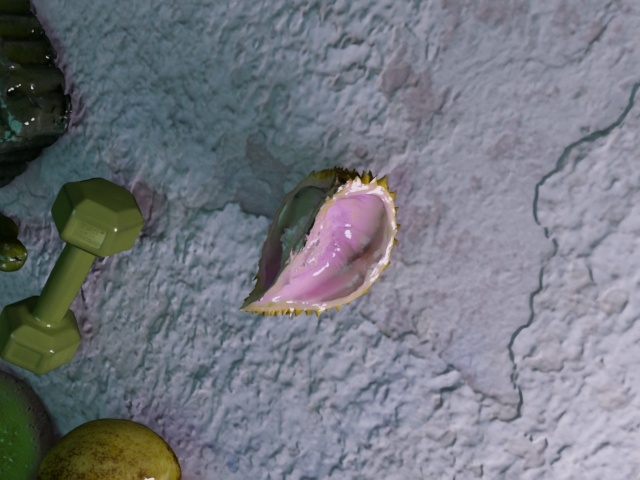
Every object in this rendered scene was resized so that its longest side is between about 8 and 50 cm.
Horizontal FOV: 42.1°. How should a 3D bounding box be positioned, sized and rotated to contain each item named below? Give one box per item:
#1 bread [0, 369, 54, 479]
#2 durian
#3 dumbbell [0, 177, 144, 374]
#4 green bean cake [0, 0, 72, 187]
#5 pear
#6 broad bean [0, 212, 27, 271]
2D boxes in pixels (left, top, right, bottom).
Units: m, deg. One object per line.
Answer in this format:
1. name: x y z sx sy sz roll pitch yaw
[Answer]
1. bread: -0.558 0.326 1.272 0.302 0.045 0.301 1 66 -2
2. durian: 0.000 0.002 0.943 0.165 0.132 0.182 10 100 20
3. dumbbell: -0.354 0.053 1.159 0.121 0.108 0.302 28 116 -14
4. green bean cake: -0.490 -0.213 1.192 0.255 0.132 0.241 -27 81 31
5. pear: -0.277 0.338 1.128 0.197 0.197 0.197 6 101 29
6. broad bean: -0.455 0.001 1.195 0.256 0.052 0.052 34 142 61
